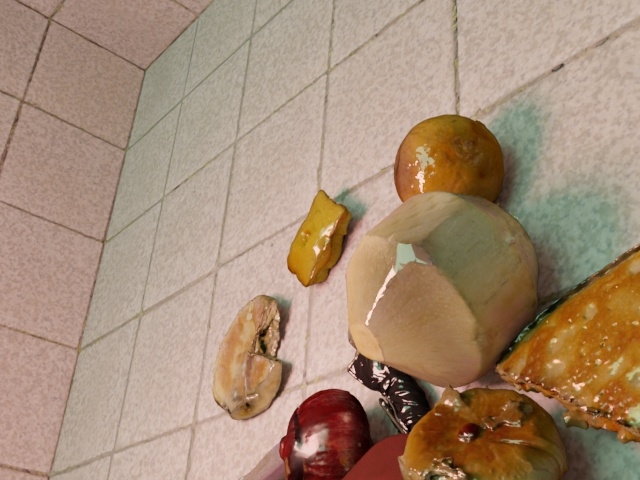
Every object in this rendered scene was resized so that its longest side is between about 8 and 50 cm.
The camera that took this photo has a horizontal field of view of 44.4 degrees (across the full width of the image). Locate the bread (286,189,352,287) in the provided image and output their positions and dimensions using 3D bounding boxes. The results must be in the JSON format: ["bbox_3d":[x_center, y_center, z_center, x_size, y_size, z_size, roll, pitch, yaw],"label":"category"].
[{"bbox_3d":[0.000,0.000,1.981,0.233,0.088,0.160,-60,27,12],"label":"bread"}]

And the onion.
[{"bbox_3d":[0.012,0.419,1.550,0.246,0.190,0.246,4,-90,-86],"label":"onion"}]

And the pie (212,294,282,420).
[{"bbox_3d":[-0.185,0.304,2.048,0.337,0.075,0.337,-37,42,44],"label":"pie"}]

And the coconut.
[{"bbox_3d":[0.204,0.094,1.386,0.353,0.353,0.352,-34,43,39],"label":"coconut"}]

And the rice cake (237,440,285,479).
[{"bbox_3d":[-0.097,0.512,1.778,0.399,0.070,0.064,-47,40,27],"label":"rice cake"}]

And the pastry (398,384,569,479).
[{"bbox_3d":[0.249,0.317,1.193,0.236,0.120,0.257,-32,26,-24],"label":"pastry"}]

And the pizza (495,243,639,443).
[{"bbox_3d":[0.466,0.187,1.119,0.440,0.130,0.406,-43,28,25],"label":"pizza"}]

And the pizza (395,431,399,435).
[{"bbox_3d":[0.151,0.422,1.522,0.123,0.026,0.108,-6,60,56],"label":"pizza"}]

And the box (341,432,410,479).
[{"bbox_3d":[0.194,0.447,1.253,0.404,0.108,0.263,8,41,47],"label":"box"}]

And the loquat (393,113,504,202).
[{"bbox_3d":[0.258,-0.141,1.574,0.193,0.238,0.238,22,87,61],"label":"loquat"}]

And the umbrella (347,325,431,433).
[{"bbox_3d":[0.141,0.280,1.557,0.357,0.106,0.113,-117,40,-49],"label":"umbrella"}]
